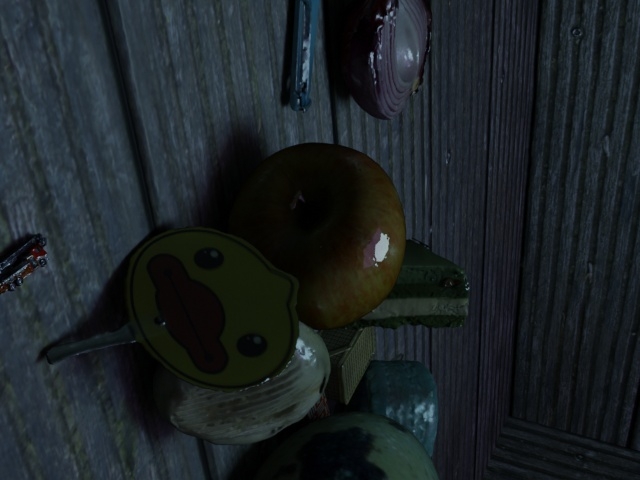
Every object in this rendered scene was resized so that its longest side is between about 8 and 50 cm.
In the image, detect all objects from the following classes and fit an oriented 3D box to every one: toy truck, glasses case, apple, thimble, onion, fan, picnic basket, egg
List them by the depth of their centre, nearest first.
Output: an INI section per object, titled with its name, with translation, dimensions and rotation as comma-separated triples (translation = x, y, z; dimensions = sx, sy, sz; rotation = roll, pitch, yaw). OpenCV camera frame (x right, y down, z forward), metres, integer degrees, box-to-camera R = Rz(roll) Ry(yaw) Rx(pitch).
[toy truck]
translation = -0.298, 0.025, 0.890
dimensions = 0.032, 0.024, 0.083
rotation = 61, 41, -16
[fan]
translation = -0.163, 0.087, 1.062
dimensions = 0.335, 0.230, 0.011
rotation = -15, 155, -35
[apple]
translation = 0.000, 0.000, 1.284
dimensions = 0.264, 0.264, 0.264
rotation = 12, 90, -67
[egg]
translation = 0.042, 0.473, 1.501
dimensions = 0.428, 0.345, 0.345
rotation = -46, 142, -49
[onion]
translation = 0.097, -0.351, 1.506
dimensions = 0.283, 0.120, 0.227
rotation = 74, 37, -54
[glasses case]
translation = -0.021, 0.314, 1.656
dimensions = 0.073, 0.049, 0.195
rotation = -55, 148, -38
[picnic basket]
translation = 0.039, 0.217, 1.709
dimensions = 0.164, 0.079, 0.115
rotation = -55, 148, -43
[thimble]
translation = 0.140, 0.351, 1.776
dimensions = 0.198, 0.143, 0.235
rotation = 113, -23, -58

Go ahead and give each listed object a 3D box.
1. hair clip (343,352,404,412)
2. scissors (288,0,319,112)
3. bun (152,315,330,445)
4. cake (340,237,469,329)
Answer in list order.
[hair clip]
translation = 0.107, 0.396, 1.944
dimensions = 0.172, 0.113, 0.282
rotation = 70, 33, -53
[scissors]
translation = -0.014, -0.388, 1.340
dimensions = 0.180, 0.032, 0.393
rotation = -20, 119, -64
[bun]
translation = -0.106, 0.168, 1.199
dimensions = 0.239, 0.239, 0.141
rotation = 74, 1, -48
[cake]
translation = 0.098, 0.089, 1.554
dimensions = 0.172, 0.283, 0.158
rotation = -40, 140, -31
